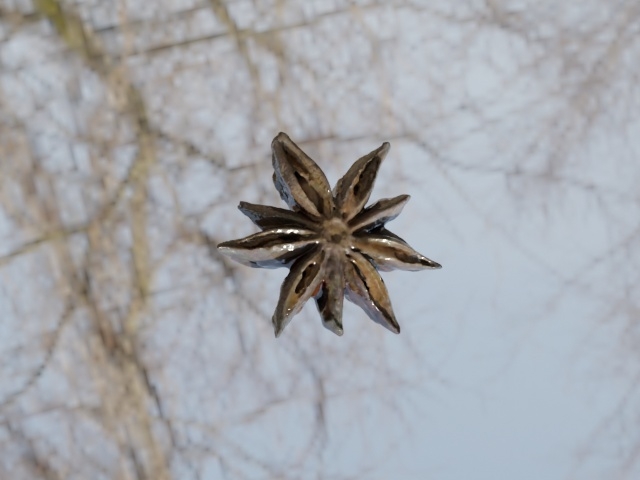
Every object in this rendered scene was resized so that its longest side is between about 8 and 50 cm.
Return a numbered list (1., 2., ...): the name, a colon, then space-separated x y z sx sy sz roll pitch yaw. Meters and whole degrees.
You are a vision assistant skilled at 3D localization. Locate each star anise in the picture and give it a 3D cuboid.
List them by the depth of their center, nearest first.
1. star anise: 0.000 0.000 1.655 0.182 0.195 0.065 -20 176 -25
